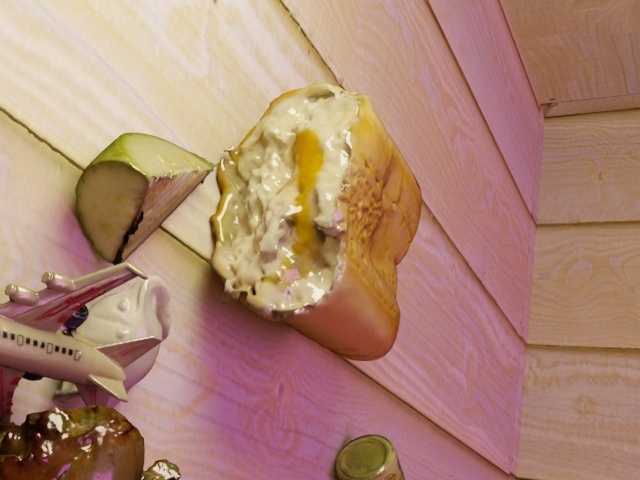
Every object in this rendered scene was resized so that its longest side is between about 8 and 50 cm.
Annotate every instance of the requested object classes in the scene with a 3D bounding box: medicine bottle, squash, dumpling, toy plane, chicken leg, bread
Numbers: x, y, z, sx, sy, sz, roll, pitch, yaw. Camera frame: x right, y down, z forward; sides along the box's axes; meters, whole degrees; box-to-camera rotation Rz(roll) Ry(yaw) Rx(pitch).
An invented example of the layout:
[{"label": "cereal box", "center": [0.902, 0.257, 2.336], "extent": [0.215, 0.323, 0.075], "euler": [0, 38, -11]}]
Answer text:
[{"label": "medicine bottle", "center": [0.116, 0.504, 1.518], "extent": [0.124, 0.124, 0.238], "euler": [-56, 136, -48]}, {"label": "squash", "center": [-0.199, -0.106, 0.967], "extent": [0.169, 0.093, 0.252], "euler": [-55, 180, 43]}, {"label": "dumpling", "center": [-0.229, 0.129, 0.911], "extent": [0.134, 0.100, 0.169], "euler": [61, 38, -61]}, {"label": "toy plane", "center": [-0.288, 0.099, 0.753], "extent": [0.256, 0.104, 0.242], "euler": [34, 100, -33]}, {"label": "chicken leg", "center": [-0.306, 0.298, 0.692], "extent": [0.361, 0.212, 0.140], "euler": [-51, 174, -15]}, {"label": "bread", "center": [0.000, 0.000, 1.202], "extent": [0.394, 0.250, 0.360], "euler": [46, 51, -57]}]
